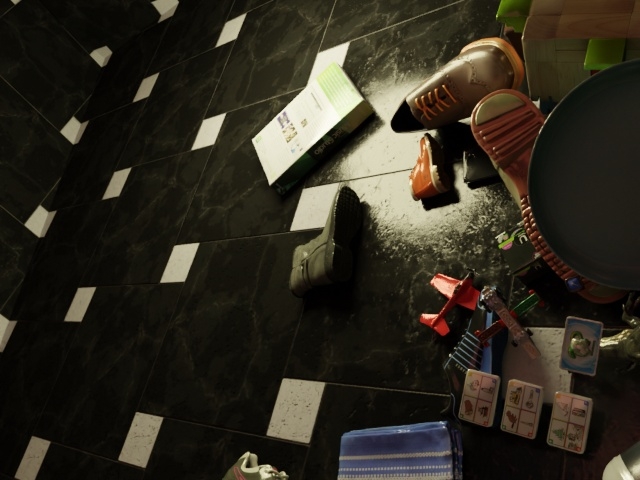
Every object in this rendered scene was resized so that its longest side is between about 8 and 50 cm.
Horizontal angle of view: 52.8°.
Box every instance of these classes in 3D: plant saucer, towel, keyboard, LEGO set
[{"bbox_3d":[0.446,-0.089,0.894,0.317,0.317,0.044,-44,5,12],"label":"plant saucer"},{"bbox_3d":[0.109,0.461,1.019,0.243,0.040,0.336,-17,52,37],"label":"towel"},{"bbox_3d":[0.359,-0.173,1.246,0.180,0.023,0.108,-13,60,38],"label":"keyboard"},{"bbox_3d":[0.317,0.165,0.955,0.182,0.060,0.244,9,88,29],"label":"LEGO set"}]

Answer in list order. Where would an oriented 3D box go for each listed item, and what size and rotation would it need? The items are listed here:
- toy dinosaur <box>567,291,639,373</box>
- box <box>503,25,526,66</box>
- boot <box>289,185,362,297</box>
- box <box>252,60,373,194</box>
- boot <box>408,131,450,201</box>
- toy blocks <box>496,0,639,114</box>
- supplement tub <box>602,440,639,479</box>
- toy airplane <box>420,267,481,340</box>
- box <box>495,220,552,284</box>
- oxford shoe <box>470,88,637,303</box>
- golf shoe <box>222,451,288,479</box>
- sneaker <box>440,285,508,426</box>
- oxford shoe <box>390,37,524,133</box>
[{"bbox_3d":[0.437,0.122,0.867,0.268,0.064,0.118,-22,46,64],"label":"toy dinosaur"},{"bbox_3d":[0.458,-0.393,1.163,0.167,0.203,0.169,-7,59,41],"label":"box"},{"bbox_3d":[0.000,0.000,1.433,0.161,0.083,0.247,-19,49,42],"label":"boot"},{"bbox_3d":[-0.030,-0.298,1.694,0.322,0.058,0.232,-42,41,16],"label":"box"},{"bbox_3d":[0.215,-0.154,1.348,0.084,0.059,0.158,-28,47,35],"label":"boot"},{"bbox_3d":[0.485,-0.260,1.011,0.381,0.261,0.191,9,66,28],"label":"toy blocks"},{"bbox_3d":[0.441,0.282,0.700,0.272,0.191,0.191,-43,41,13],"label":"supplement tub"},{"bbox_3d":[0.234,0.111,1.156,0.151,0.028,0.151,-24,49,30],"label":"toy airplane"},{"bbox_3d":[0.346,0.020,1.093,0.062,0.052,0.083,-35,44,23],"label":"box"},{"bbox_3d":[0.392,-0.073,1.063,0.140,0.146,0.397,-29,64,18],"label":"oxford shoe"},{"bbox_3d":[-0.094,0.472,1.166,0.272,0.105,0.120,8,61,47],"label":"golf shoe"},{"bbox_3d":[0.248,0.184,1.049,0.090,0.081,0.232,-5,60,34],"label":"sneaker"},{"bbox_3d":[0.254,-0.275,1.249,0.132,0.130,0.363,-36,4,-18],"label":"oxford shoe"}]
